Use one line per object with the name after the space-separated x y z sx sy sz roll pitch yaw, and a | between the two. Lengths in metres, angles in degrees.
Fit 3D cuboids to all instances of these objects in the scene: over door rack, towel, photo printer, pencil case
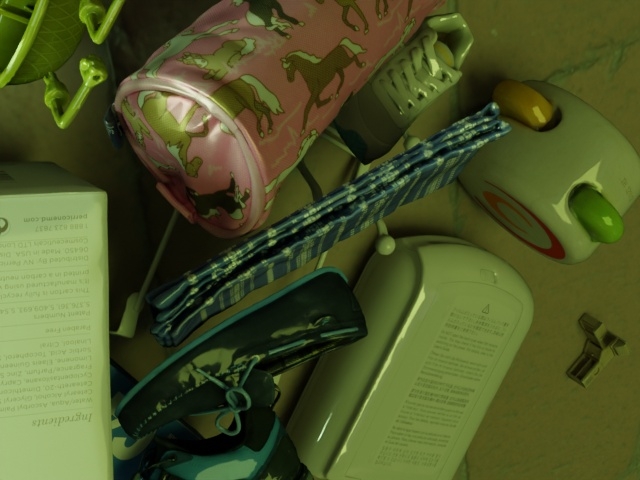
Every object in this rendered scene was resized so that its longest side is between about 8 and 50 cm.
-0.047 -0.006 1.239 0.239 0.108 0.324 26 96 -46 | over door rack
0.000 0.000 1.088 0.336 0.040 0.243 -29 174 -9 | towel
0.116 0.143 1.476 0.256 0.107 0.308 17 102 -46 | photo printer
-0.008 -0.178 1.053 0.386 0.167 0.160 -51 133 -32 | pencil case

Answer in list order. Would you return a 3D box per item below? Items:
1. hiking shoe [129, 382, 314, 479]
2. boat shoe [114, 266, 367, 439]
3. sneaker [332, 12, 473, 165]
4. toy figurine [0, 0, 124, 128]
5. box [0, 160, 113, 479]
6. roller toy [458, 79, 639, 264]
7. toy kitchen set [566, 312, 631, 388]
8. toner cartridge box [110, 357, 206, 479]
-0.158 0.258 1.213 0.304 0.113 0.132 -25 99 -22 | hiking shoe
-0.067 0.118 1.169 0.258 0.089 0.109 -32 169 -12 | boat shoe
0.077 -0.156 1.202 0.087 0.092 0.229 53 38 -18 | sneaker
-0.102 -0.253 0.990 0.217 0.191 0.363 8 110 -50 | toy figurine
-0.262 0.122 0.955 0.168 0.215 0.345 -4 100 -22 | box
0.261 -0.083 1.412 0.146 0.209 0.191 -50 176 -7 | roller toy
0.391 0.164 1.766 0.075 0.068 0.083 -47 136 -10 | toy kitchen set
-0.241 0.192 1.206 0.165 0.075 0.348 -48 137 -7 | toner cartridge box
